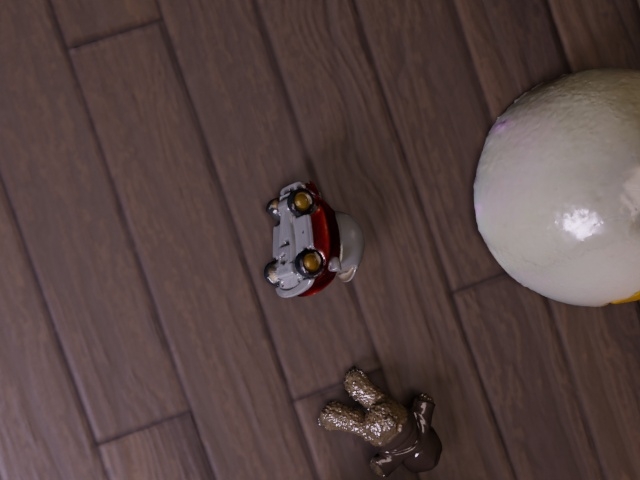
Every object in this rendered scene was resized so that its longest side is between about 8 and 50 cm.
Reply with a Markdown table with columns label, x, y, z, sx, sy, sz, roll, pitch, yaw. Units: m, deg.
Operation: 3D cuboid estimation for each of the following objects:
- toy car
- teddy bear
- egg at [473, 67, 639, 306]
| label | x | y | z | sx | sy | sz | roll | pitch | yaw |
| --- | --- | --- | --- | --- | --- | --- | --- | --- | --- |
| toy car | 0.000 | 0.000 | 1.524 | 0.112 | 0.112 | 0.139 | 2 | 82 | -26 |
| teddy bear | 0.087 | 0.231 | 1.553 | 0.160 | 0.078 | 0.119 | 34 | 81 | -9 |
| egg | 0.375 | -0.070 | 1.545 | 0.337 | 0.201 | 0.337 | 0 | 89 | -12 |
